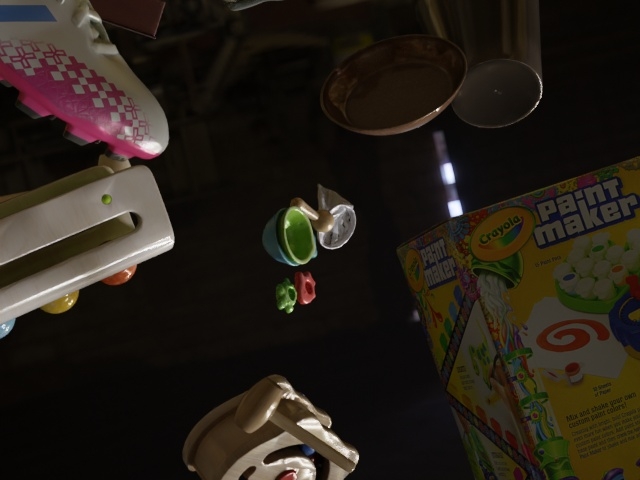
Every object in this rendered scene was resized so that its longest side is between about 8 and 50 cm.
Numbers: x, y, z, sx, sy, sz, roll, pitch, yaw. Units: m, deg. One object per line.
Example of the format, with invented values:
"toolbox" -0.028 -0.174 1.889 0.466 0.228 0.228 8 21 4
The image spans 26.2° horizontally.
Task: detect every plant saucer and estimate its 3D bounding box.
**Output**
"plant saucer" 0.099 -0.197 1.803 0.198 0.036 0.199 -12 -139 11

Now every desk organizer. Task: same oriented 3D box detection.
"desk organizer" -0.273 -0.310 1.804 0.130 0.050 0.047 17 -174 -14

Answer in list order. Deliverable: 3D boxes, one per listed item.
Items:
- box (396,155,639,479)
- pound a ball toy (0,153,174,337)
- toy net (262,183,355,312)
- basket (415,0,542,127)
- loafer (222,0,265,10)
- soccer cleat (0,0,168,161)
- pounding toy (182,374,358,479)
"box" 0.257 0.080 1.138 0.289 0.279 0.177 -17 176 -13
"pound a ball toy" -0.315 0.008 1.595 0.319 0.136 0.208 -25 -165 -28
"toy net" 0.000 0.000 1.650 0.045 0.122 0.232 -13 -170 28
"basket" 0.234 -0.281 1.947 0.154 0.227 0.204 28 130 -30
"loafer" -0.084 -0.398 1.983 0.087 0.094 0.251 30 152 -33
"soccer cleat" -0.229 -0.190 1.054 0.143 0.331 0.116 -53 -156 5
"pounding toy" -0.049 0.265 1.586 0.154 0.155 0.269 -43 143 1
